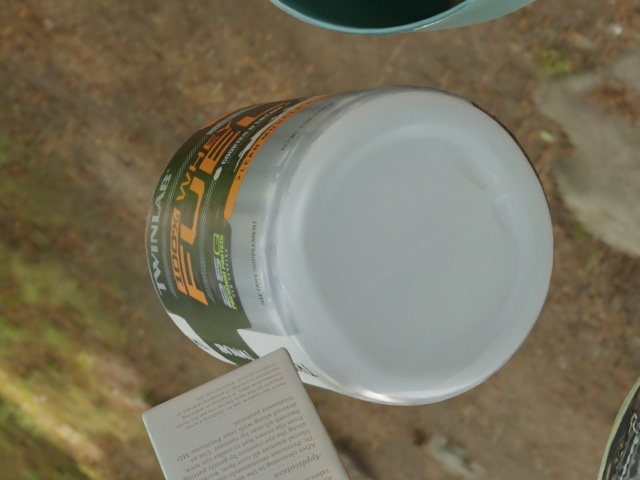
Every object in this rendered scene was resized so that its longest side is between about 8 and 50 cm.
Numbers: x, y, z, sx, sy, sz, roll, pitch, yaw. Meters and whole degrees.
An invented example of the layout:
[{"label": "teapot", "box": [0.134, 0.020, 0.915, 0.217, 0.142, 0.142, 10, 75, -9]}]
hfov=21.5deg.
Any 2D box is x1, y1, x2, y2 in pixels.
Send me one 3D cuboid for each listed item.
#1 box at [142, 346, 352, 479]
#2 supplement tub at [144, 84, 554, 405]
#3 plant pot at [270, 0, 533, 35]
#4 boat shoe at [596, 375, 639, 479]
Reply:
[{"label": "box", "box": [-0.014, 0.170, 0.917, 0.130, 0.091, 0.170, 70, 173, -48]}, {"label": "supplement tub", "box": [0.000, 0.000, 1.125, 0.193, 0.193, 0.316, 45, 164, -17]}, {"label": "plant pot", "box": [0.092, -0.290, 1.246, 0.293, 0.293, 0.235, 19, -170, 26]}, {"label": "boat shoe", "box": [0.190, 0.071, 0.806, 0.080, 0.223, 0.073, 28, -179, 18]}]
